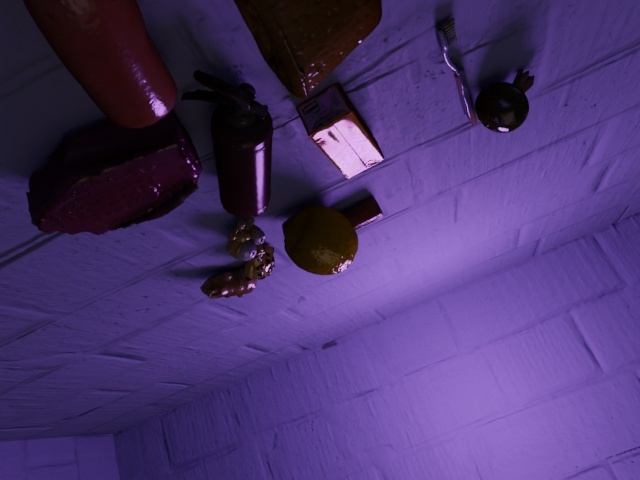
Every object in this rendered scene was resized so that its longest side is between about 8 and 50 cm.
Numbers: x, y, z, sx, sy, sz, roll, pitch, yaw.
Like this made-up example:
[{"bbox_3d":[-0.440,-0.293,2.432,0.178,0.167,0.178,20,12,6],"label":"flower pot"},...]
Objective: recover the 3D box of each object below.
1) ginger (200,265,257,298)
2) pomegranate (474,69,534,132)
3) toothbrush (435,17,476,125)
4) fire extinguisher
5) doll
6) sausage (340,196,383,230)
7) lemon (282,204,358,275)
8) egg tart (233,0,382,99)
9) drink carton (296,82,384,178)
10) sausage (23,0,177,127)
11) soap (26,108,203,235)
[{"bbox_3d":[-0.256,0.126,1.456,0.205,0.081,0.115,-16,171,-27],"label":"ginger"},{"bbox_3d":[0.397,-0.297,1.054,0.142,0.114,0.114,-49,153,2],"label":"pomegranate"},{"bbox_3d":[0.281,-0.316,0.998,0.037,0.028,0.375,-34,154,12],"label":"toothbrush"},{"bbox_3d":[-0.158,-0.166,0.881,0.147,0.107,0.337,7,152,-3],"label":"fire extinguisher"},{"bbox_3d":[-0.176,0.030,1.306,0.117,0.086,0.291,-58,162,-18],"label":"doll"},{"bbox_3d":[0.085,-0.055,1.361,0.169,0.065,0.065,-26,157,12],"label":"sausage"},{"bbox_3d":[0.001,0.002,1.264,0.180,0.181,0.193,-25,118,10],"label":"lemon"},{"bbox_3d":[-0.018,-0.290,0.603,0.147,0.203,0.202,-31,157,1],"label":"egg tart"},{"bbox_3d":[0.046,-0.207,0.985,0.096,0.071,0.223,-28,157,14],"label":"drink carton"},{"bbox_3d":[-0.262,-0.244,0.595,0.113,0.114,0.259,-19,158,-4],"label":"sausage"},{"bbox_3d":[-0.348,-0.105,0.831,0.289,0.112,0.182,-19,154,-2],"label":"soap"}]
